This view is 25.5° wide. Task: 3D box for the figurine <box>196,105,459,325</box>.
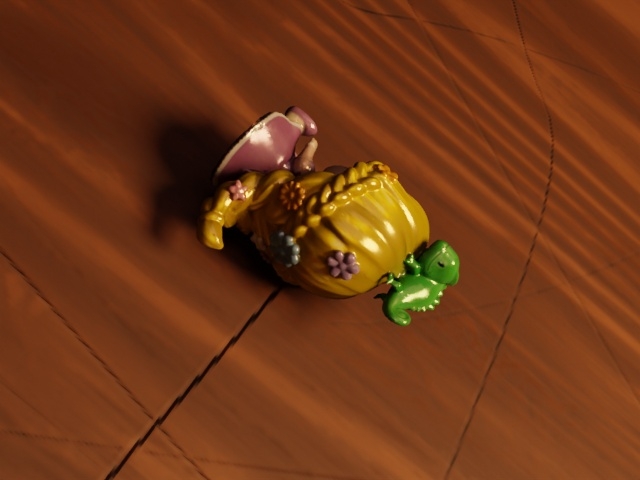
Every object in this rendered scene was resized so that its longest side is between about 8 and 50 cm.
[{"bbox_3d":[0.000,0.000,0.856,0.156,0.095,0.115,42,55,8],"label":"figurine"}]
